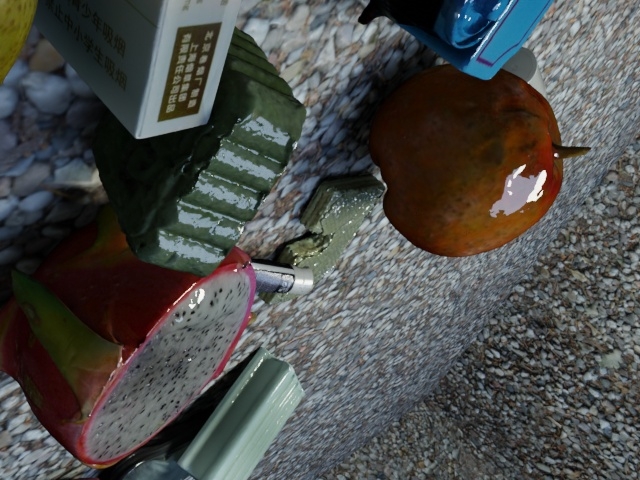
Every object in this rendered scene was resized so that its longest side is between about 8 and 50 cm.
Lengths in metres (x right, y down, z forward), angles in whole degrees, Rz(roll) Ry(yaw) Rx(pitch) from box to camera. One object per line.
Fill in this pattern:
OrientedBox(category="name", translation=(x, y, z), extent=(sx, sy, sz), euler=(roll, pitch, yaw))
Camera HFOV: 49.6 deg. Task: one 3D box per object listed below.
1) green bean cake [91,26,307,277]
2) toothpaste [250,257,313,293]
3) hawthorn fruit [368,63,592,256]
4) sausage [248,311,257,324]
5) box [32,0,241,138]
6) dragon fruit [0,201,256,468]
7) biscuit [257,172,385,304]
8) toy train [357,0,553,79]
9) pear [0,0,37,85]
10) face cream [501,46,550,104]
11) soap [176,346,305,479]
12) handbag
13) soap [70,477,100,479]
OrientedBox(category="green bean cake", translation=(-0.111, -0.087, 0.595), extent=(0.094, 0.185, 0.183), euler=(17, 120, -44))
OrientedBox(category="toothpaste", translation=(-0.098, 0.050, 1.015), extent=(0.193, 0.045, 0.071), euler=(7, 128, -36))
OrientedBox(category="hawthorn fruit", translation=(0.229, -0.117, 0.973), extent=(0.277, 0.298, 0.277), euler=(9, 79, -53))
OrientedBox(category="sausage", translation=(-0.146, 0.130, 1.130), extent=(0.024, 0.024, 0.132), euler=(-51, 158, 16))
OrientedBox(category="box", translation=(-0.111, -0.207, 0.435), extent=(0.067, 0.155, 0.243), euler=(-25, 152, -42))
OrientedBox(category="dragon fruit", translation=(-0.209, 0.078, 0.746), extent=(0.290, 0.189, 0.291), euler=(-45, 163, -18))
OrientedBox(category="biscuit", translation=(0.000, 0.000, 1.126), extent=(0.147, 0.046, 0.250), euler=(-12, 141, -53))
OrientedBox(category="toy train", translation=(0.172, -0.321, 0.695), extent=(0.300, 0.188, 0.265), euler=(-56, 160, 23))
OrientedBox(category="pear", translation=(-0.236, -0.129, 0.307), extent=(0.228, 0.188, 0.211), euler=(-19, 144, -51))
OrientedBox(category="face cream", translation=(0.369, -0.267, 1.255), extent=(0.077, 0.077, 0.250), euler=(-49, 156, 10))
OrientedBox(category="soap", translation=(-0.146, 0.357, 1.338), extent=(0.265, 0.087, 0.160), euler=(-53, 155, -22))
OrientedBox(category="handbag", translation=(-0.302, 0.429, 1.329), extent=(0.192, 0.075, 0.332), euler=(-53, 160, 27))
OrientedBox(category="soap", translation=(-0.478, 0.507, 1.086), extent=(0.324, 0.127, 0.220), euler=(-32, 156, -30))
